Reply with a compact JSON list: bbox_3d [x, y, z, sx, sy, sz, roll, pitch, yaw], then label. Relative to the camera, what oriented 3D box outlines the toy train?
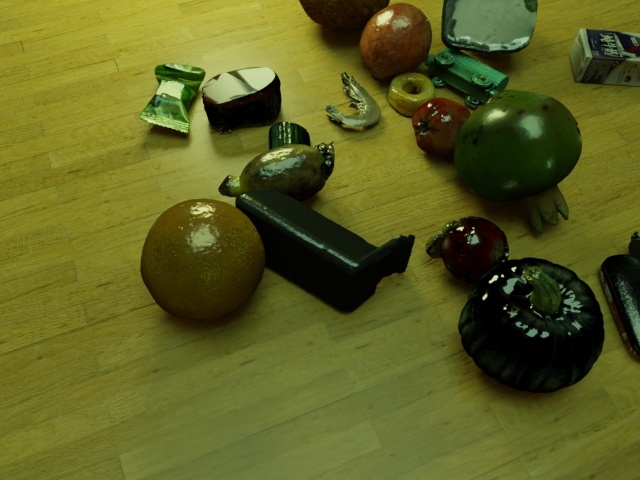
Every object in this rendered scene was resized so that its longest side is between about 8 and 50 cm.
[{"bbox_3d":[0.432,-0.489,1.878,0.248,0.101,0.159,36,53,22],"label":"toy train"}]

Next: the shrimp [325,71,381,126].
[{"bbox_3d":[0.077,-0.397,1.835,0.152,0.046,0.219,-17,59,-16],"label":"shrimp"}]

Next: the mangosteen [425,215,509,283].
[{"bbox_3d":[0.346,0.016,1.502,0.166,0.166,0.180,-38,38,-23],"label":"mangosteen"}]

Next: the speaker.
[{"bbox_3d":[0.000,0.000,1.496,0.388,0.180,0.184,30,54,17],"label":"speaker"}]

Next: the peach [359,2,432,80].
[{"bbox_3d":[0.215,-0.568,1.868,0.233,0.232,0.232,0,56,-1],"label":"peach"}]

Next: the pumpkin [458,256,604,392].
[{"bbox_3d":[0.451,0.160,1.329,0.296,0.295,0.295,0,56,-1],"label":"pumpkin"}]

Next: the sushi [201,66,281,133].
[{"bbox_3d":[-0.214,-0.394,1.785,0.225,0.126,0.136,-18,59,-5],"label":"sushi"}]

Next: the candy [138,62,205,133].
[{"bbox_3d":[-0.421,-0.404,1.817,0.149,0.069,0.246,8,51,-2],"label":"candy"}]

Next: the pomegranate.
[{"bbox_3d":[0.470,-0.177,1.557,0.216,0.310,0.358,-28,96,-27],"label":"pomegranate"}]

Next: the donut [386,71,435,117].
[{"bbox_3d":[0.266,-0.427,1.852,0.152,0.058,0.151,0,54,0],"label":"donut"}]

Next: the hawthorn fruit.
[{"bbox_3d":[0.353,-0.310,1.734,0.204,0.162,0.162,-12,55,-30],"label":"hawthorn fruit"}]

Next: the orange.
[{"bbox_3d":[-0.259,0.042,1.402,0.275,0.274,0.274,0,56,-1],"label":"orange"}]

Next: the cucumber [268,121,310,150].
[{"bbox_3d":[-0.084,-0.265,1.734,0.117,0.062,0.115,-3,60,-1],"label":"cucumber"}]

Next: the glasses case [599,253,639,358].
[{"bbox_3d":[0.724,0.149,1.464,0.103,0.067,0.266,-2,55,-4],"label":"glasses case"}]

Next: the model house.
[{"bbox_3d":[0.491,-0.674,1.966,0.272,0.190,0.301,3,16,1],"label":"model house"}]

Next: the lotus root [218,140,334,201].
[{"bbox_3d":[-0.099,-0.155,1.596,0.314,0.169,0.141,-18,82,-10],"label":"lotus root"}]

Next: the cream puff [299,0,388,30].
[{"bbox_3d":[0.074,-0.753,1.965,0.303,0.212,0.303,-5,37,4],"label":"cream puff"}]

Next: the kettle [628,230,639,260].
[{"bbox_3d":[0.837,0.009,1.557,0.148,0.126,0.098,-32,30,-18],"label":"kettle"}]

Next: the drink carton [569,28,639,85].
[{"bbox_3d":[0.881,-0.547,1.919,0.223,0.101,0.134,5,54,0],"label":"drink carton"}]
